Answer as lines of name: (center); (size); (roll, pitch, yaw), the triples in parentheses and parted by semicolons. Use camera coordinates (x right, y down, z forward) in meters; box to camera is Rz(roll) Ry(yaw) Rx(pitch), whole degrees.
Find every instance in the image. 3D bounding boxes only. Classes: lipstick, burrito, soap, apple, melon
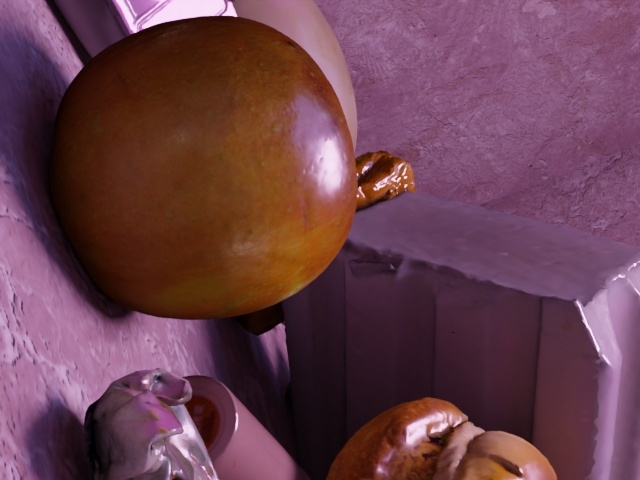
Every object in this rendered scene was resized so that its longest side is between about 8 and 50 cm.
lipstick: (-0.051, 0.181, 0.704); (0.254, 0.070, 0.070); (62, 8, -55)
burrito: (-0.056, 0.214, 0.540); (0.096, 0.066, 0.309); (-106, 176, -72)
soap: (0.161, 0.195, 1.010); (0.213, 0.350, 0.435); (-29, 123, -50)
apple: (-0.090, -0.053, 0.684); (0.237, 0.207, 0.237); (163, -90, -76)
melon: (-0.075, -0.188, 1.171); (0.223, 0.223, 0.317); (-19, 87, -85)

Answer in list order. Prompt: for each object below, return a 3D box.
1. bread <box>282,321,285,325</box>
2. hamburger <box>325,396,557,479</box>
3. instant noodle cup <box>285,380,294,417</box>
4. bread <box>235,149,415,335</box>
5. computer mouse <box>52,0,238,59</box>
bread: (-0.084, -0.046, 1.348); (0.084, 0.077, 0.367); (68, 2, -68)
hamburger: (0.086, 0.288, 0.768); (0.170, 0.290, 0.314); (21, -24, 26)
instant noodle cup: (0.055, 0.204, 1.201); (0.070, 0.179, 0.157); (14, -45, 53)
bread: (0.002, 0.000, 1.087); (0.077, 0.271, 0.139); (24, -44, 42)
computer mouse: (-0.170, -0.265, 0.806); (0.072, 0.158, 0.310); (20, -34, 40)
